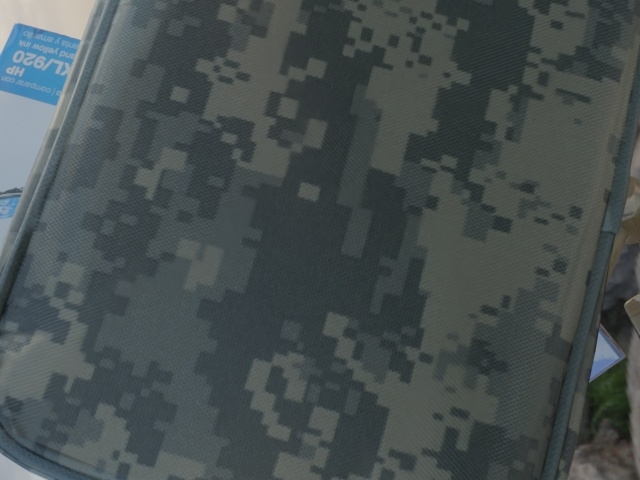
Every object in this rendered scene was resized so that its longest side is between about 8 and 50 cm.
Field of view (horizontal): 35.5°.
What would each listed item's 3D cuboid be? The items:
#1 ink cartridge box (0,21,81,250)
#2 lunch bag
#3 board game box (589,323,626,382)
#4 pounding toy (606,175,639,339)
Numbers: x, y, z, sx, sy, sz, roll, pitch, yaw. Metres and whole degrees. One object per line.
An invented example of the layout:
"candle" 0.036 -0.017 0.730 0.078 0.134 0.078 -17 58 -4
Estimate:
"ink cartridge box" -0.157 0.009 0.686 0.171 0.168 0.232 84 -156 -72
"lunch bag" 0.000 0.000 0.454 0.256 0.213 0.305 96 -172 -74
"board game box" 0.151 0.070 0.931 0.211 0.160 0.039 54 -162 18
"pounding toy" 0.234 0.057 0.603 0.094 0.181 0.206 45 -160 -52
